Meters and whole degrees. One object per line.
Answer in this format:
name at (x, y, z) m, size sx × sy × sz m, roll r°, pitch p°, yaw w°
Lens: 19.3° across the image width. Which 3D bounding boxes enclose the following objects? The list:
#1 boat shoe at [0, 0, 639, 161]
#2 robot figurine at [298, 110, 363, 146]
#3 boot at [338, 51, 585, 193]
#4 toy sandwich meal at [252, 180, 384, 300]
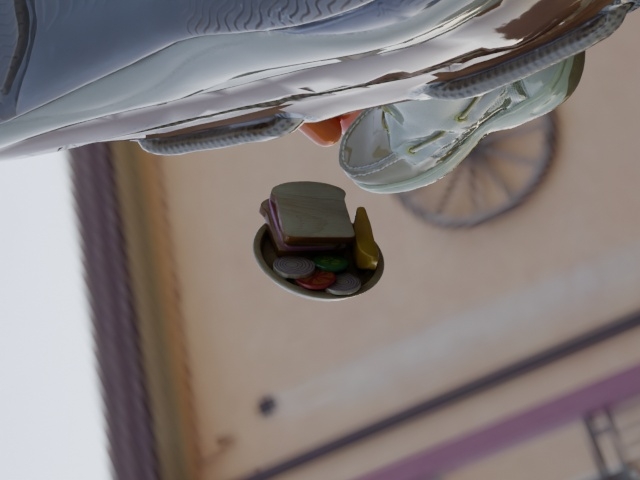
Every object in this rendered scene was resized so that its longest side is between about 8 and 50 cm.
boat shoe at (-0.039, -0.072, 0.489) m, size 0.116 × 0.324 × 0.123 m, roll 9°, pitch -96°, yaw -45°
robot figurine at (0.016, -0.164, 1.541) m, size 0.219 × 0.158 × 0.128 m, roll 36°, pitch -176°, yaw -16°
boot at (0.039, -0.105, 1.198) m, size 0.165 × 0.213 × 0.077 m, roll 18°, pitch -119°, yaw -33°
toy sandwich meal at (0.000, 0.000, 1.084) m, size 0.085 × 0.086 × 0.029 m, roll -84°, pitch 6°, yaw -52°
